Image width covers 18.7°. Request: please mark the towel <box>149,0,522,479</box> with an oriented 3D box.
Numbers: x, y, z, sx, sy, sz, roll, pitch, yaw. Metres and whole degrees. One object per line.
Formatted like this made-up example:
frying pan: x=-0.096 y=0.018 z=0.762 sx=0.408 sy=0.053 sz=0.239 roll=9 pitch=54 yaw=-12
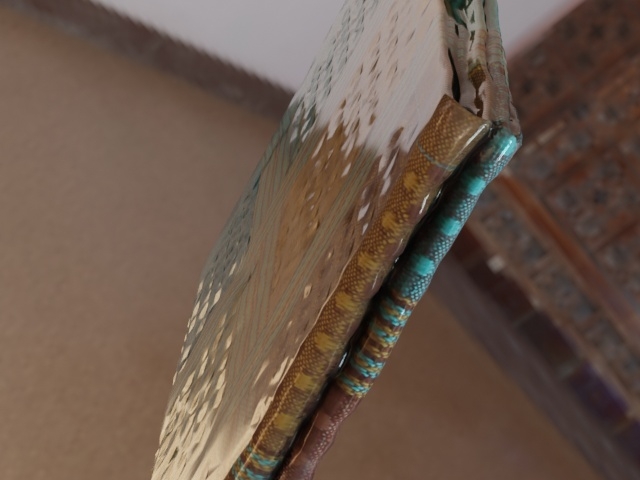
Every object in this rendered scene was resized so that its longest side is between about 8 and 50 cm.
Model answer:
towel: x=0.000 y=0.000 z=0.773 sx=0.040 sy=0.271 sz=0.370 roll=26 pitch=22 yaw=-8
